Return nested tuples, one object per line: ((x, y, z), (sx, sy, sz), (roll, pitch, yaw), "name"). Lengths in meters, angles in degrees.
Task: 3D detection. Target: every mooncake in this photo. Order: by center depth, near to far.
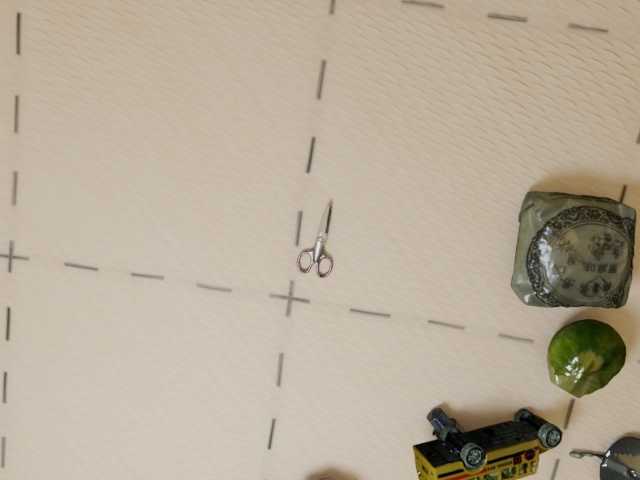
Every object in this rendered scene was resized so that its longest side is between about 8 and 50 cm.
((0.555, 0.024, 1.239), (0.254, 0.136, 0.250), (1, 106, 3), "mooncake")

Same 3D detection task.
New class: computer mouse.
((0.794, 0.567, 1.367), (0.379, 0.090, 0.167), (11, 101, 2), "computer mouse")

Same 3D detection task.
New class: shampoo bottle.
((0.340, 0.500, 1.384), (0.072, 0.072, 0.214), (-38, 97, 10), "shampoo bottle")

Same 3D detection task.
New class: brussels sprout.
((0.597, 0.264, 1.288), (0.181, 0.144, 0.161), (-49, 131, -1), "brussels sprout")

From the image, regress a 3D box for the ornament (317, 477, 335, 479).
((0.010, 0.677, 1.392), (0.177, 0.177, 0.178), (1, 102, 3), "ornament")

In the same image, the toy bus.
((0.388, 0.489, 1.303), (0.335, 0.121, 0.123), (-8, 98, -16), "toy bus")

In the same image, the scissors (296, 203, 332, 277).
((0.000, 0.000, 1.318), (0.085, 0.022, 0.176), (14, 105, 1), "scissors")
